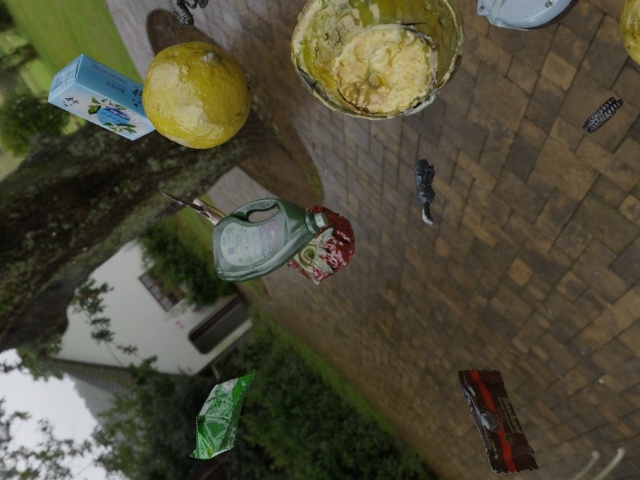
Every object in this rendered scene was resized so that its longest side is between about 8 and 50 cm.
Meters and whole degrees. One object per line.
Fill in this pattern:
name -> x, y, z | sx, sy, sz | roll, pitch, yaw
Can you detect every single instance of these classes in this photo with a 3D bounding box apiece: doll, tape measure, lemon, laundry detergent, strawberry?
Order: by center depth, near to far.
tape measure -> 0.356, -0.454, 1.014 | 0.181, 0.107, 0.182 | 9, 101, 44
laundry detergent -> -0.086, -0.014, 1.017 | 0.063, 0.210, 0.137 | 33, -138, -54
lemon -> -0.274, -0.318, 1.311 | 0.253, 0.228, 0.228 | 13, 143, 52
doll -> -0.300, -0.569, 1.352 | 0.139, 0.057, 0.165 | 11, 119, 27
strawberry -> 0.000, 0.000, 1.409 | 0.184, 0.186, 0.201 | 66, -155, 0

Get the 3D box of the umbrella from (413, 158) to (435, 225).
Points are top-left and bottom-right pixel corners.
umbrella -> 0.321, -0.152, 1.821 | 0.071, 0.070, 0.248 | 64, -156, -46

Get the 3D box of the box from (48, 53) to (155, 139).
box -> -0.507, -0.337, 1.438 | 0.142, 0.083, 0.232 | -10, 157, 42

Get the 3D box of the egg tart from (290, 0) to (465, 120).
egg tart -> 0.069, -0.217, 0.705 | 0.213, 0.212, 0.090 | 64, -161, -46

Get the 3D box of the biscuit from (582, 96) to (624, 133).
biscuit -> 0.523, -0.233, 1.102 | 0.027, 0.087, 0.089 | 49, 140, 14

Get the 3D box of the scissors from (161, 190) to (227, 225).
scissors -> -0.273, -0.066, 1.399 | 0.160, 0.024, 0.317 | 40, -176, 26

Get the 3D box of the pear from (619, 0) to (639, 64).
pear -> 0.877, -0.547, 1.455 | 0.281, 0.280, 0.281 | 46, 166, 15

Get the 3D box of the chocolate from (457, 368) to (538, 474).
chocolate -> 0.279, 0.281, 0.948 | 0.183, 0.086, 0.028 | -100, 16, -48

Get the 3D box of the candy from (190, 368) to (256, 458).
candy -> -0.174, 0.310, 1.044 | 0.078, 0.141, 0.203 | 18, 149, -14
